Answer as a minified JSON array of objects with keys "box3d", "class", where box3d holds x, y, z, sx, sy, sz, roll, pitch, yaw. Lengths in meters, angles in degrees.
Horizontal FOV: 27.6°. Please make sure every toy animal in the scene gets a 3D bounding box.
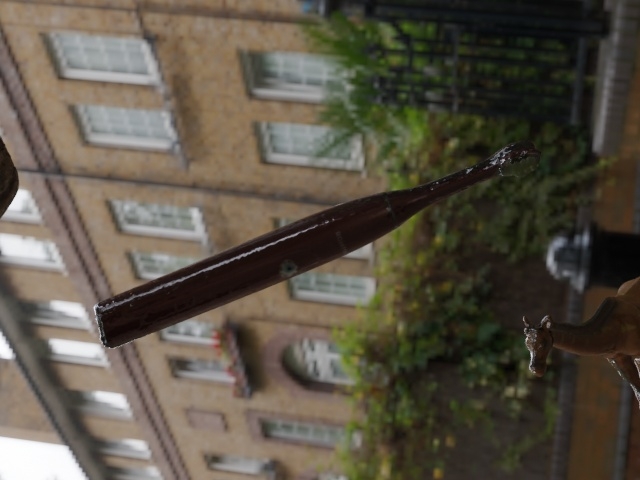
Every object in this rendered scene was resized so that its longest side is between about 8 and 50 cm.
[{"box3d":[0.284,0.102,1.272,0.224,0.066,0.230,-55,-54,-33],"class":"toy animal"}]

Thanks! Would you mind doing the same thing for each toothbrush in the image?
[{"box3d":[0.000,0.000,0.995,0.041,0.364,0.041,158,90,-87],"class":"toothbrush"}]

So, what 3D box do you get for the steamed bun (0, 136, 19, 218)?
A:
[{"box3d":[-0.358,-0.062,1.205,0.145,0.106,0.175,-49,-44,-17],"class":"steamed bun"}]
